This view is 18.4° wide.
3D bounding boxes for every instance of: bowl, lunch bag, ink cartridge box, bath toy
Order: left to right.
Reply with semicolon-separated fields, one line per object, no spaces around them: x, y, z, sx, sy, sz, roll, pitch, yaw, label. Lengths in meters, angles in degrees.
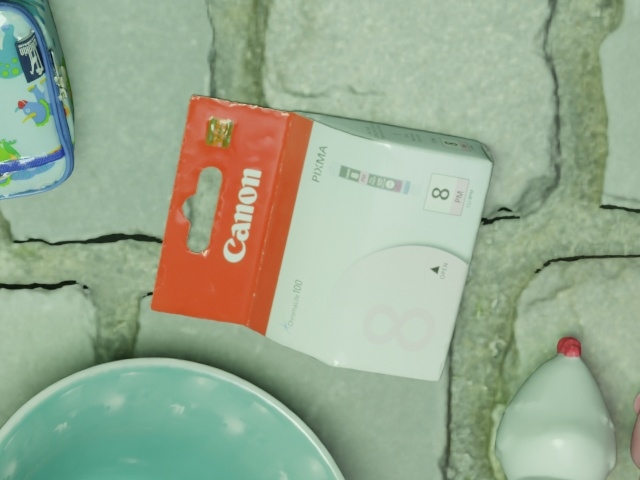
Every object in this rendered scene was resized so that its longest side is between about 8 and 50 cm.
-0.290;-0.101;1.430;0.219;0.090;0.176;-8;127;-1;lunch bag
-0.135;0.262;1.512;0.312;0.311;0.163;19;151;-12;bowl
0.000;0.000;1.528;0.232;0.066;0.189;8;110;-13;ink cartridge box
0.310;0.164;1.583;0.348;0.151;0.129;11;70;-7;bath toy
